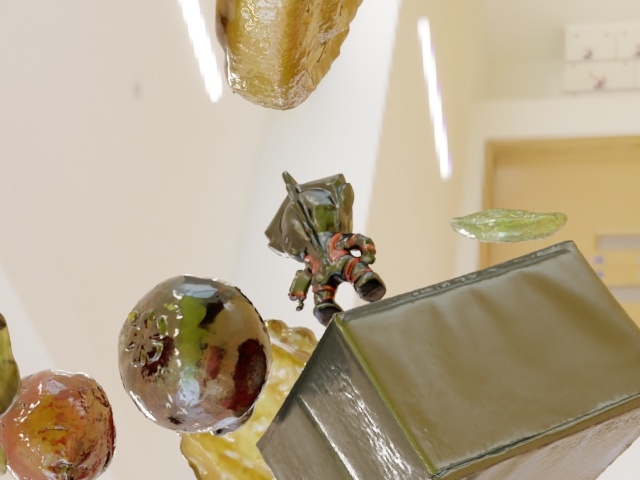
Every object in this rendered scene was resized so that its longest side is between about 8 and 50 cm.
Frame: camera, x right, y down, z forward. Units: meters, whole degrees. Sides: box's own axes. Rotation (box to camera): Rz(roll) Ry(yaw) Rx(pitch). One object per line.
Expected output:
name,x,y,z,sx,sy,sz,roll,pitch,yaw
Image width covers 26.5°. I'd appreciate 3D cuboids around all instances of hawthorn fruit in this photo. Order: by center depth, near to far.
hawthorn fruit,-0.356,0.275,1.875,0.235,0.181,0.181,-139,38,-59

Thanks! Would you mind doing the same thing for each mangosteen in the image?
mangosteen,-0.118,0.123,1.387,0.184,0.172,0.172,49,-144,-39

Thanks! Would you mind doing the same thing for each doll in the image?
doll,0.000,0.003,1.657,0.249,0.127,0.088,-122,17,-46

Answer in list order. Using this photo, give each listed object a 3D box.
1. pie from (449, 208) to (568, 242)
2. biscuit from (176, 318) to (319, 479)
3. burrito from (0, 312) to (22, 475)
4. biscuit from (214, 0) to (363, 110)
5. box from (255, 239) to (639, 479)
pie,0.297,-0.024,2.133,0.187,0.187,0.041,-28,-65,-76
biscuit,-0.085,0.294,2.304,0.107,0.325,0.326,8,-99,-77
burrito,-0.404,0.082,1.192,0.332,0.135,0.190,50,-165,-39
biscuit,-0.006,-0.258,1.220,0.296,0.102,0.296,16,-90,-83
box,0.151,0.182,1.407,0.204,0.345,0.251,56,142,26
